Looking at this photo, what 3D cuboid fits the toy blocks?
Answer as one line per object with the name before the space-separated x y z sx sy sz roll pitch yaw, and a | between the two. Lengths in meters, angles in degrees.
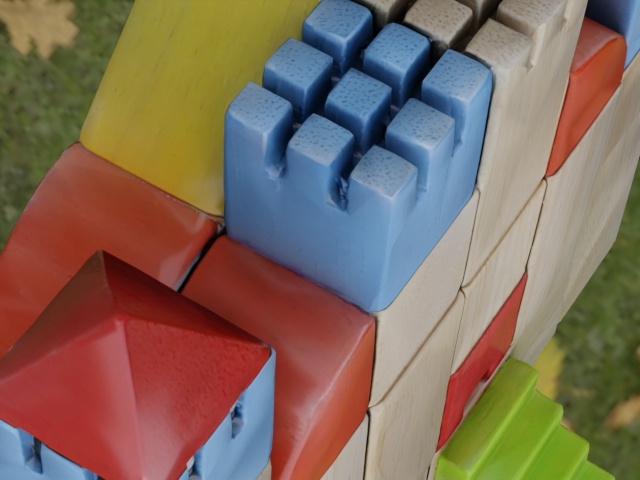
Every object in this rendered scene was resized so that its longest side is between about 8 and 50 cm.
toy blocks | 0.000 0.000 0.567 0.381 0.191 0.261 -51 161 -31
